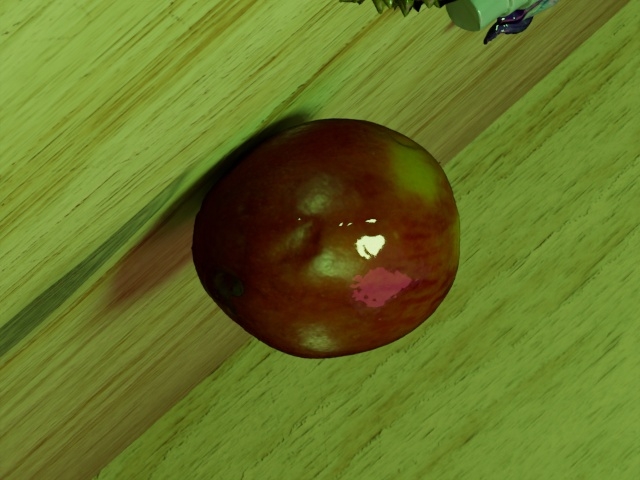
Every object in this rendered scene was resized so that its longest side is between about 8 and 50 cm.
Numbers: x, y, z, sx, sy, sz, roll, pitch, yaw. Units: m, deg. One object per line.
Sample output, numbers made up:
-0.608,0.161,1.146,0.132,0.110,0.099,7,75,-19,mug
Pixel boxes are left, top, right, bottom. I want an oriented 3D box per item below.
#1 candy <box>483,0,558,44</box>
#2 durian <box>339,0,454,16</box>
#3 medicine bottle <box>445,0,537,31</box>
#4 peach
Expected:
0.284,-0.331,1.720,0.275,0.070,0.145,-50,177,29,candy
0.049,-0.191,0.834,0.193,0.138,0.237,-43,169,9,durian
0.255,-0.309,1.487,0.352,0.110,0.110,-39,173,-24,medicine bottle
0.000,0.000,1.525,0.281,0.238,0.281,-5,-169,1,peach
